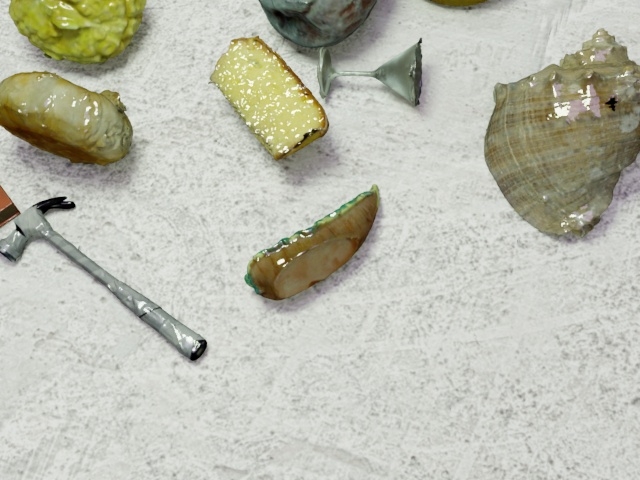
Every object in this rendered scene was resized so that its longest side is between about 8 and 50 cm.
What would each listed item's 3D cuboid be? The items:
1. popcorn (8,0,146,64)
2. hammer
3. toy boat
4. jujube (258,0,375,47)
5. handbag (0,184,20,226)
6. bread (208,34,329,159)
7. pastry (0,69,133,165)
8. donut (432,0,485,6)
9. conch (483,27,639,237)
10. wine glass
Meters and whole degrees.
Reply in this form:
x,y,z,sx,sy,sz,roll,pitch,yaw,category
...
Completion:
x,y,z,sx,sy,sz,roll,pitch,yaw,category
-0.461,-0.452,1.632,0.237,0.206,0.251,-47,54,5,popcorn
-0.370,0.077,1.502,0.427,0.044,0.152,37,76,16,hammer
0.008,0.003,1.467,0.293,0.108,0.099,-36,38,-14,toy boat
0.006,-0.510,1.602,0.247,0.215,0.308,3,63,40,jujube
-0.657,-0.047,1.564,0.190,0.063,0.127,-36,71,-12,handbag
-0.082,-0.236,1.547,0.129,0.134,0.260,-39,65,1,bread
-0.446,-0.217,1.517,0.257,0.236,0.120,17,80,10,pastry
0.261,-0.558,1.659,0.272,0.107,0.272,0,73,1,donut
0.415,-0.197,1.457,0.297,0.210,0.352,7,67,23,conch
0.091,-0.303,1.571,0.183,0.122,0.122,5,69,13,wine glass
